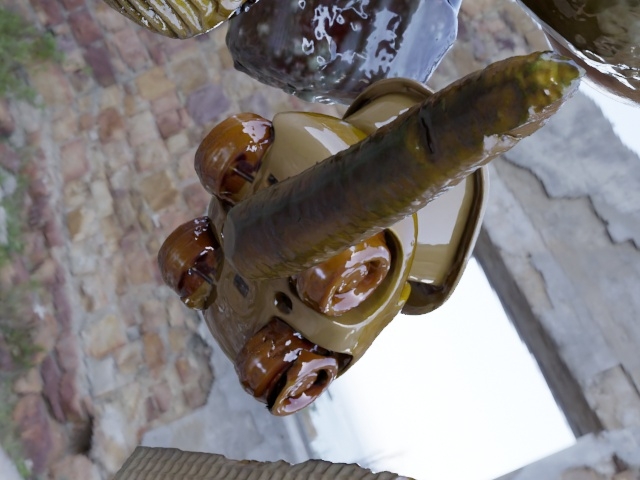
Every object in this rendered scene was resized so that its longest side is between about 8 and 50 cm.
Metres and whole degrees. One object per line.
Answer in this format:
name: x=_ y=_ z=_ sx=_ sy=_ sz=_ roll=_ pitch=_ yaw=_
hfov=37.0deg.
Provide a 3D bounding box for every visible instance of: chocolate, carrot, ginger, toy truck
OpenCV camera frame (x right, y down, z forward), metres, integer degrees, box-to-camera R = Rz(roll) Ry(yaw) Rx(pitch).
chocolate: x=0.019 y=-0.289 z=1.316 sx=0.225 sy=0.340 sz=0.210 roll=24 pitch=-79 yaw=65
carrot: x=0.039 y=-0.040 z=0.587 sx=0.314 sy=0.066 sz=0.066 roll=-27 pitch=-96 yaw=48
ginger: x=0.155 y=-0.216 z=0.620 sx=0.270 sy=0.123 sz=0.219 roll=45 pitch=22 yaw=7
toy truck: x=0.000 y=0.000 z=0.867 sx=0.204 sy=0.211 sz=0.288 roll=48 pitch=-46 yaw=27

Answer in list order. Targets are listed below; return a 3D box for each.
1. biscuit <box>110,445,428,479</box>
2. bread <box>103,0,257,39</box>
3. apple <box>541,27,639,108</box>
biscuit: x=-0.058 y=0.226 z=0.783 sx=0.378 sy=0.094 sz=0.054 roll=-10 pitch=-57 yaw=46
bread: x=-0.113 y=-0.256 z=0.714 sx=0.104 sy=0.199 sz=0.199 roll=36 pitch=27 yaw=-57
apple: x=0.361 y=-0.290 z=0.882 sx=0.338 sy=0.304 sz=0.339 roll=171 pitch=-90 yaw=-81
